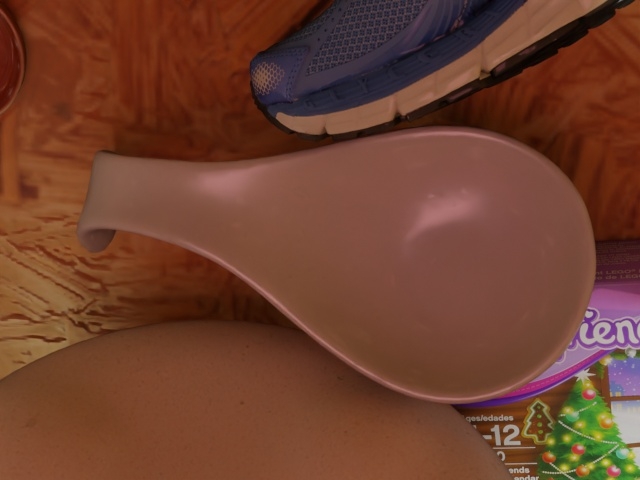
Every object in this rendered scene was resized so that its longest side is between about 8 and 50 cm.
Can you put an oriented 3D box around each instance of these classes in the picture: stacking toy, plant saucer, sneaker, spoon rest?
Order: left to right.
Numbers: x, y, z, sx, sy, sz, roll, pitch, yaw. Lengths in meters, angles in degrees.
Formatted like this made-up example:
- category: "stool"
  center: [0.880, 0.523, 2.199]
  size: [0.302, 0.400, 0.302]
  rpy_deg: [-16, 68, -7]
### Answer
- category: "plant saucer"
  center: [-0.196, -0.100, 1.043]
  size: [0.083, 0.013, 0.083]
  rpy_deg: [4, 117, 7]
- category: "stacking toy"
  center: [-0.057, 0.305, 1.105]
  size: [0.350, 0.351, 0.480]
  rpy_deg: [7, 141, 6]
- category: "spoon rest"
  center: [0.000, 0.000, 0.986]
  size: [0.276, 0.084, 0.137]
  rpy_deg: [10, 84, 17]
- category: "sneaker"
  center: [0.090, -0.163, 0.916]
  size: [0.330, 0.130, 0.147]
  rpy_deg: [-34, 87, 27]

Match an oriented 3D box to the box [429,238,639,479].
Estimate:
- category: "box"
  center: [0.213, 0.097, 1.046]
  size: [0.293, 0.057, 0.201]
  rpy_deg: [-3, 115, 12]
